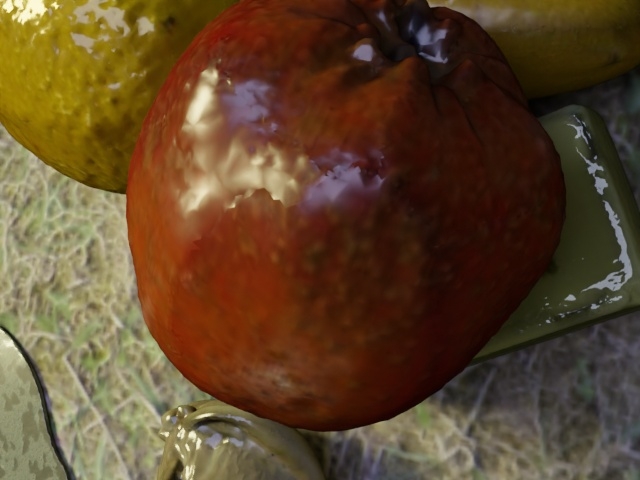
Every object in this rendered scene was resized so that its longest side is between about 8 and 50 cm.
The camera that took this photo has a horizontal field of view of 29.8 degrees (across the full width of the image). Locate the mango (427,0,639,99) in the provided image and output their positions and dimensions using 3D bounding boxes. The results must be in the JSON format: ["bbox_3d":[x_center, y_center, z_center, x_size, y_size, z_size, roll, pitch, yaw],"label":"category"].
[{"bbox_3d":[0.094,-0.131,0.663,0.195,0.098,0.137,18,61,20],"label":"mango"}]

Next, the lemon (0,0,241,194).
[{"bbox_3d":[-0.109,-0.124,0.712,0.231,0.192,0.192,21,93,32],"label":"lemon"}]

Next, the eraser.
[{"bbox_3d":[0.092,0.006,0.679,0.172,0.058,0.117,-21,77,21],"label":"eraser"}]

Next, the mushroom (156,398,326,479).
[{"bbox_3d":[-0.008,0.276,0.663,0.177,0.126,0.397,-36,71,7],"label":"mushroom"}]

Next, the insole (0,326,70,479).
[{"bbox_3d":[-0.205,0.144,0.831,0.065,0.006,0.193,-35,72,17],"label":"insole"}]

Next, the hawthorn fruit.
[{"bbox_3d":[0.000,0.000,0.590,0.205,0.205,0.253,44,134,22],"label":"hawthorn fruit"}]
